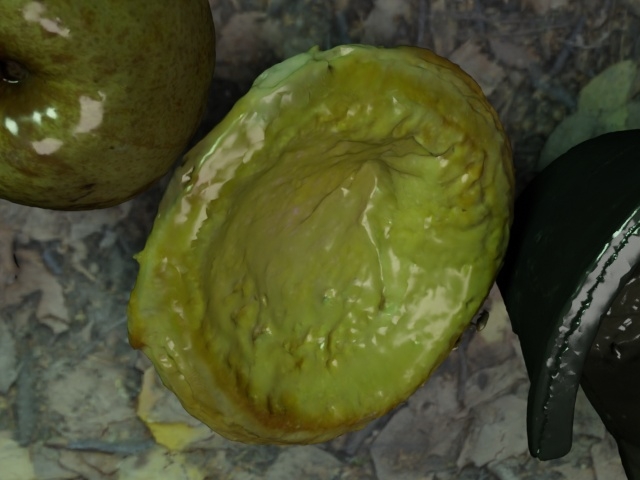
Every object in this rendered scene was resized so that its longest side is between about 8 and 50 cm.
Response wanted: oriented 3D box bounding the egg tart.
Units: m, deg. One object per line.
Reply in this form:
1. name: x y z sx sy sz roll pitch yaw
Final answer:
1. egg tart: 0.000 0.000 0.669 0.315 0.120 0.315 -14 119 -28

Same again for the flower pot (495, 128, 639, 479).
1. flower pot: 0.294 0.046 0.716 0.379 0.251 0.379 -5 112 -12

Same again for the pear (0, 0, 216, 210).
1. pear: -0.168 -0.125 0.537 0.228 0.211 0.188 34 102 -24
